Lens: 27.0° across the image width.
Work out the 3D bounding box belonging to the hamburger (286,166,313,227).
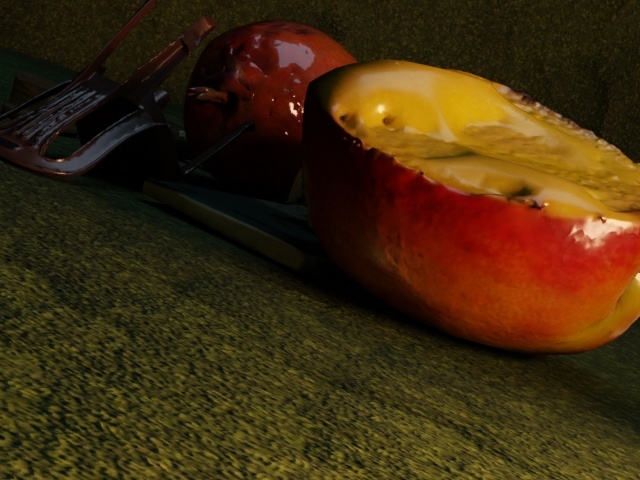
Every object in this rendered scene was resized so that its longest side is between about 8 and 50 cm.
[{"bbox_3d":[0.110,-0.062,1.607,0.283,0.157,0.144,13,9,-27],"label":"hamburger"}]

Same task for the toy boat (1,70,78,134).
[{"bbox_3d":[-0.402,-0.200,1.948,0.116,0.061,0.188,18,7,-16],"label":"toy boat"}]

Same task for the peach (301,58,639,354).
[{"bbox_3d":[0.145,-0.024,1.349,0.380,0.242,0.306,38,36,28],"label":"peach"}]

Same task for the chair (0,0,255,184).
[{"bbox_3d":[-0.254,-0.132,1.610,0.175,0.183,0.326,24,53,32],"label":"chair"}]

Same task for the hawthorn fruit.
[{"bbox_3d":[-0.083,-0.186,1.883,0.276,0.276,0.307,23,10,26],"label":"hawthorn fruit"}]

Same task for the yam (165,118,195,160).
[{"bbox_3d":[-0.220,-0.156,2.136,0.253,0.061,0.061,21,7,18],"label":"yam"}]

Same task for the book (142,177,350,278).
[{"bbox_3d":[0.000,0.000,1.597,0.264,0.031,0.379,24,8,36],"label":"book"}]
